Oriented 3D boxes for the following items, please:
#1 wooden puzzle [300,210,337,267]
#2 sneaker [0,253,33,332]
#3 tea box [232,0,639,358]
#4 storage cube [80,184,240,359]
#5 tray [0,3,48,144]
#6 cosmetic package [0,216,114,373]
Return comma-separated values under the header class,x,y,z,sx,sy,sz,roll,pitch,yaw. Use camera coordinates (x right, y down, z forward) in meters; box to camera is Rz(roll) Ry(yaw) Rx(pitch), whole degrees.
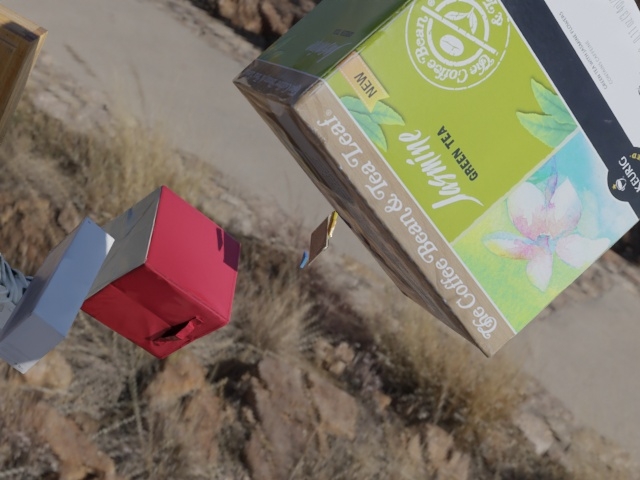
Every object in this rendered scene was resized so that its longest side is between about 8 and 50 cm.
class,x,y,z,sx,sy,sz,roll,pitch,yaw
wooden puzzle,0.000,0.000,1.652,0.014,0.116,0.079,21,62,-18
sneaker,-0.572,0.066,1.795,0.257,0.447,0.169,7,61,-21
tea box,0.150,-0.127,0.984,0.329,0.323,0.220,49,-4,-24
storage cube,-0.276,0.056,1.702,0.193,0.183,0.215,39,37,-33
tray,-0.563,-0.164,1.395,0.202,0.411,0.076,29,26,-7
cosmetic package,-0.366,0.072,1.367,0.060,0.099,0.239,41,28,-18
